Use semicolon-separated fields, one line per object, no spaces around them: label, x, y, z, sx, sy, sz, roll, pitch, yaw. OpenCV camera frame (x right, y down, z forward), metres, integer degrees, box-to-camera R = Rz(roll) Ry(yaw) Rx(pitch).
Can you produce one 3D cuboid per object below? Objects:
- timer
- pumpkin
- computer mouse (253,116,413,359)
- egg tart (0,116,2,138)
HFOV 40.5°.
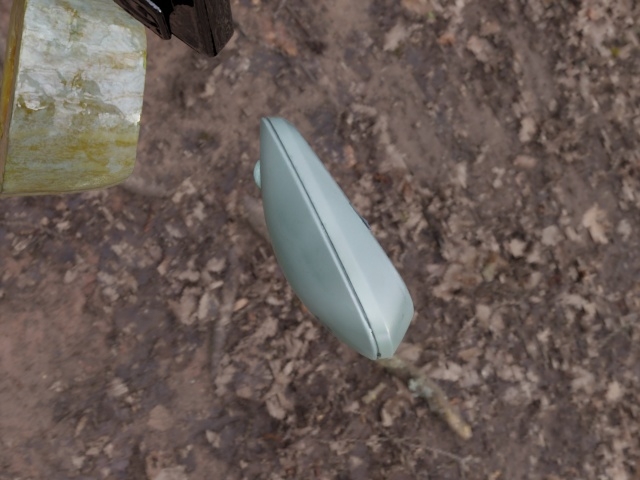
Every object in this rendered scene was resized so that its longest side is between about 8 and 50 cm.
timer;-0.145;-0.200;0.576;0.187;0.144;0.055;36;79;5
pumpkin;-0.375;-0.215;1.301;0.199;0.332;0.333;9;64;-27
computer mouse;-0.005;0.004;0.934;0.097;0.159;0.288;-33;73;-6
egg tart;-0.500;-0.090;0.907;0.341;0.341;0.129;10;49;-38
